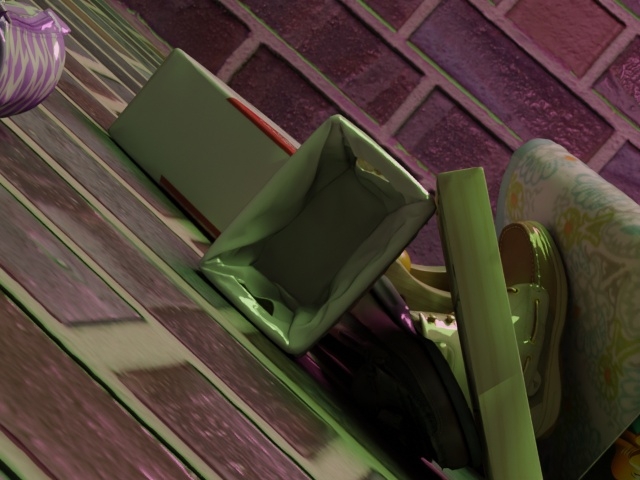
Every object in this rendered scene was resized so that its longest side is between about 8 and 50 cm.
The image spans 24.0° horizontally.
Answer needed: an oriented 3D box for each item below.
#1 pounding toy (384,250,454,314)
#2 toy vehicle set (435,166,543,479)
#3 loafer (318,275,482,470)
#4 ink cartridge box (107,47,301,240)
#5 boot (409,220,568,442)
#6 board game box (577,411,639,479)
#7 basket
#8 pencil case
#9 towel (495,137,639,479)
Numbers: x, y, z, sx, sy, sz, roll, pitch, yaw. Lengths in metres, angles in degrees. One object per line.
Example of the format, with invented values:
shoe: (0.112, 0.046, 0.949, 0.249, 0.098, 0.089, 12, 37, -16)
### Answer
pounding toy: (0.132, 0.091, 1.469, 0.269, 0.154, 0.155, 38, 3, -38)
toy vehicle set: (0.131, 0.087, 1.174, 0.166, 0.035, 0.267, 64, 15, -80)
loafer: (0.055, 0.116, 1.229, 0.267, 0.084, 0.096, -121, -166, -64)
ink cartridge box: (-0.057, -0.052, 1.526, 0.197, 0.114, 0.273, 43, 5, 31)
boot: (0.142, 0.071, 1.390, 0.165, 0.213, 0.077, 12, -19, -28)
board game box: (0.350, 0.283, 1.261, 0.305, 0.193, 0.053, 43, 4, 19)
basket: (0.000, 0.000, 1.210, 0.113, 0.167, 0.103, 43, -2, 6)
pencil case: (-0.219, -0.123, 0.967, 0.086, 0.088, 0.206, 43, 3, -4)
towel: (0.267, 0.117, 1.497, 0.320, 0.090, 0.374, -130, -145, -64)
